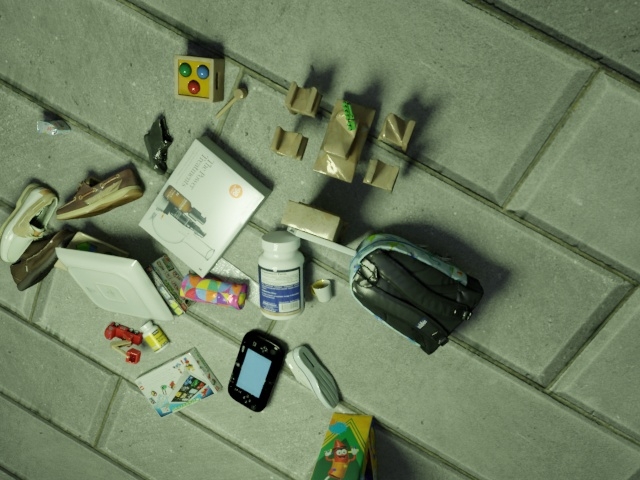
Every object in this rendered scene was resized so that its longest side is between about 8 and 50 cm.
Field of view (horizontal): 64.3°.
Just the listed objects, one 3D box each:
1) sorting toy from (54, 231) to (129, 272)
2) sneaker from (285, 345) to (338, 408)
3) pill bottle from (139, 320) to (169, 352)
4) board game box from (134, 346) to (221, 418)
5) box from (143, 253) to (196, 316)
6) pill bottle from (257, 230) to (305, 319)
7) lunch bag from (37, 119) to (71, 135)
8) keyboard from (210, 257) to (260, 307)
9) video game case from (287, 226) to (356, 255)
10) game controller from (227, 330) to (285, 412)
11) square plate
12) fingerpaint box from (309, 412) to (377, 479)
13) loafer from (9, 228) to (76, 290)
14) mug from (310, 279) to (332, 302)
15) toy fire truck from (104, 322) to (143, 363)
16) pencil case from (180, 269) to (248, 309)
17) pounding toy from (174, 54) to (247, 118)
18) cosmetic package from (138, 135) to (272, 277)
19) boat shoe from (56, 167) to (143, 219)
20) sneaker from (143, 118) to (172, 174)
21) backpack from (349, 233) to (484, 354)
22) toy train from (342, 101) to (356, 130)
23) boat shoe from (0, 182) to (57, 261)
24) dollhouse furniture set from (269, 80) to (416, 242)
[{"bbox_3d":[-0.829,0.075,1.843,0.193,0.038,0.208,30,120,-32],"label":"sorting toy"},{"bbox_3d":[-0.030,0.490,1.814,0.091,0.094,0.258,-28,96,40],"label":"sneaker"},{"bbox_3d":[-0.630,0.363,1.926,0.065,0.065,0.116,-31,99,22],"label":"pill bottle"},{"bbox_3d":[-0.557,0.558,1.981,0.305,0.053,0.193,-28,99,21],"label":"board game box"},{"bbox_3d":[-0.526,0.157,1.801,0.036,0.114,0.207,-31,99,22],"label":"box"},{"bbox_3d":[-0.126,0.111,1.661,0.153,0.153,0.265,5,109,13],"label":"pill bottle"},{"bbox_3d":[-0.905,-0.383,1.733,0.083,0.071,0.053,15,108,11],"label":"lunch bag"},{"bbox_3d":[-0.279,0.148,1.789,0.256,0.014,0.072,36,114,0],"label":"keyboard"},{"bbox_3d":[0.000,0.000,1.554,0.190,0.173,0.022,19,92,-14],"label":"video game case"},{"bbox_3d":[-0.240,0.481,1.867,0.166,0.067,0.319,22,112,6],"label":"game controller"},{"bbox_3d":[-0.725,0.170,1.794,0.343,0.049,0.347,7,139,18],"label":"square plate"},{"bbox_3d":[0.099,0.899,1.760,0.163,0.371,0.445,-1,108,15],"label":"fingerpaint box"},{"bbox_3d":[-1.046,0.057,1.888,0.366,0.134,0.130,-34,98,22],"label":"loafer"},{"bbox_3d":[0.007,0.170,1.707,0.062,0.078,0.064,-22,115,-13],"label":"mug"},{"bbox_3d":[-0.746,0.386,1.925,0.192,0.135,0.047,19,112,7],"label":"toy fire truck"},{"bbox_3d":[-0.369,0.175,1.766,0.236,0.104,0.105,11,111,15],"label":"pencil case"},{"bbox_3d":[-0.334,-0.459,1.546,0.206,0.094,0.181,10,111,11],"label":"pounding toy"},{"bbox_3d":[-0.383,-0.107,1.679,0.284,0.097,0.377,39,111,-3],"label":"cosmetic package"},{"bbox_3d":[-0.776,-0.161,1.761,0.341,0.123,0.123,-17,90,19],"label":"boat shoe"},{"bbox_3d":[-0.524,-0.306,1.672,0.089,0.051,0.170,-13,102,23],"label":"sneaker"},{"bbox_3d":[0.251,0.133,1.538,0.355,0.273,0.290,23,117,-18],"label":"backpack"},{"bbox_3d":[0.078,-0.336,1.371,0.023,0.017,0.083,-13,87,-3],"label":"toy train"},{"bbox_3d":[-1.049,-0.050,1.822,0.103,0.113,0.302,25,92,10],"label":"boat shoe"},{"bbox_3d":[0.043,-0.206,1.511,0.362,0.256,0.394,19,91,7],"label":"dollhouse furniture set"}]
